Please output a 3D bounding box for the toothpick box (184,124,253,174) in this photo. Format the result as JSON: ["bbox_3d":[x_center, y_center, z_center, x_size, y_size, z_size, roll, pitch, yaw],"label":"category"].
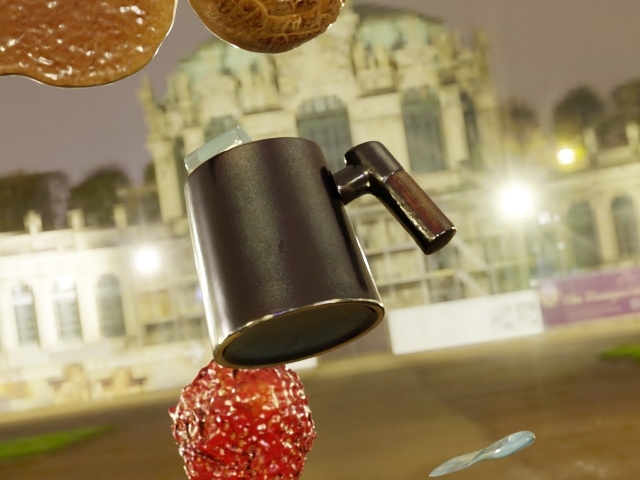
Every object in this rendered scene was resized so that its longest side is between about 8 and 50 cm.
[{"bbox_3d":[-0.129,-0.108,1.964,0.083,0.052,0.052,-30,-9,15],"label":"toothpick box"}]

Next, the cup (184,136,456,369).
[{"bbox_3d":[-0.009,0.008,1.452,0.239,0.177,0.166,-7,-23,-25],"label":"cup"}]

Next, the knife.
[{"bbox_3d":[0.182,0.253,1.754,0.044,0.019,0.313,-36,-4,-19],"label":"knife"}]

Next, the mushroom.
[{"bbox_3d":[-0.071,-0.373,2.023,0.253,0.253,0.153,-7,15,-23],"label":"mushroom"}]

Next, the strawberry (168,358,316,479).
[{"bbox_3d":[-0.088,0.214,1.820,0.187,0.184,0.201,-48,-15,-32],"label":"strawberry"}]

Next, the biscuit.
[{"bbox_3d":[-0.249,-0.271,1.369,0.257,0.273,0.049,-8,13,-14],"label":"biscuit"}]
